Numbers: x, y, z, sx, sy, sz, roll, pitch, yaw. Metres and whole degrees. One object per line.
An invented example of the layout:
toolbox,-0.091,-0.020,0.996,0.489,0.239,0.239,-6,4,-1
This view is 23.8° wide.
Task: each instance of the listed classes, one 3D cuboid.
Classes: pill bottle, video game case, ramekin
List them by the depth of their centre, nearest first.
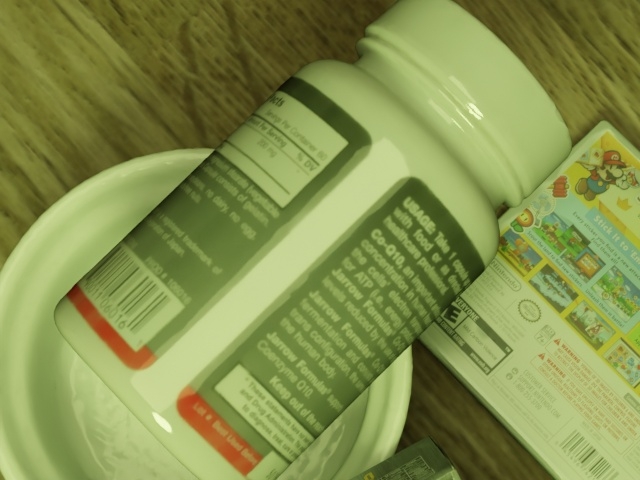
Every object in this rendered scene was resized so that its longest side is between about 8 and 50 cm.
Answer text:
pill bottle,0.000,0.000,0.879,0.283,0.161,0.161,-44,81,-5
ramekin,-0.077,0.088,1.019,0.277,0.135,0.277,0,80,3
video game case,0.206,0.064,1.064,0.206,0.026,0.227,-43,80,-4

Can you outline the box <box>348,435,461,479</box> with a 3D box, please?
box,0.011,0.254,0.923,0.231,0.056,0.183,-29,109,-5
